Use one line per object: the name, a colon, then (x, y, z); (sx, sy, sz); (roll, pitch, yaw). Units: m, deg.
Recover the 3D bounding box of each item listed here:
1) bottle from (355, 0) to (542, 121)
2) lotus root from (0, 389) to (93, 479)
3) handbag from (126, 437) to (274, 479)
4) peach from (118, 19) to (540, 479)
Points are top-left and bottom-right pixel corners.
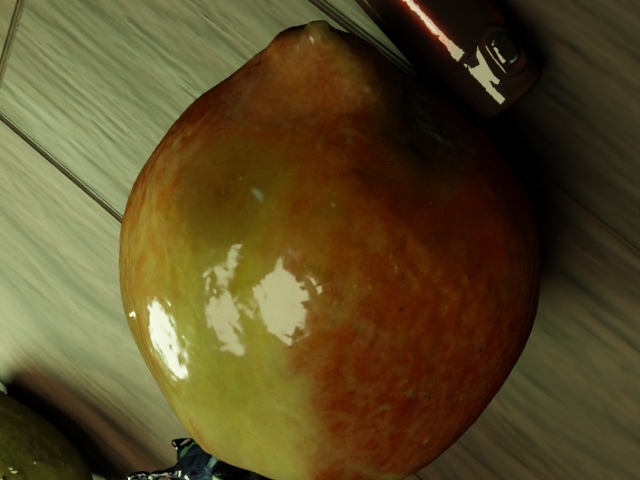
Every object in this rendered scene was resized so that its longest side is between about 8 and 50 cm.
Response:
bottle: (0.050, -0.135, 0.660); (0.164, 0.060, 0.060); (49, 132, 2)
lotus root: (-0.248, 0.189, 1.039); (0.183, 0.077, 0.090); (29, 135, 24)
handbag: (-0.042, 0.259, 0.910); (0.162, 0.113, 0.260); (8, 120, 40)
peach: (0.000, 0.000, 0.664); (0.232, 0.232, 0.257); (16, 121, 28)
